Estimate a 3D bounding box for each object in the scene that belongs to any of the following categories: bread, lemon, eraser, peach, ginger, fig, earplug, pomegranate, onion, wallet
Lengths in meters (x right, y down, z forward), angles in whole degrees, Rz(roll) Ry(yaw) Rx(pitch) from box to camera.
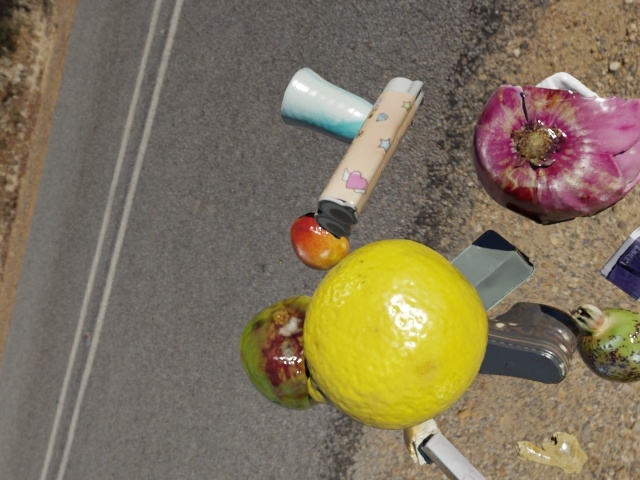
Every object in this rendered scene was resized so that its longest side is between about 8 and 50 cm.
[{"bbox_3d":[0.250,0.487,1.072,0.106,0.082,0.125,-133,29,-66],"label":"bread"},{"bbox_3d":[0.090,0.126,0.563,0.228,0.228,0.253,33,92,39],"label":"lemon"},{"bbox_3d":[0.093,-0.156,0.811,0.087,0.171,0.290,29,72,1],"label":"eraser"},{"bbox_3d":[0.000,0.000,1.876,0.281,0.280,0.238,11,46,40],"label":"peach"},{"bbox_3d":[0.588,0.527,1.078,0.166,0.067,0.096,8,92,9],"label":"ginger"},{"bbox_3d":[-0.043,0.202,0.747,0.181,0.181,0.190,9,115,40],"label":"fig"},{"bbox_3d":[0.063,-0.383,1.311,0.324,0.185,0.184,28,101,13],"label":"earplug"},{"bbox_3d":[1.027,0.344,1.526,0.341,0.285,0.285,37,110,-5],"label":"pomegranate"},{"bbox_3d":[0.310,-0.113,0.574,0.208,0.200,0.200,17,93,11],"label":"onion"},{"bbox_3d":[0.372,-0.194,0.715,0.031,0.124,0.183,-65,11,-24],"label":"wallet"}]

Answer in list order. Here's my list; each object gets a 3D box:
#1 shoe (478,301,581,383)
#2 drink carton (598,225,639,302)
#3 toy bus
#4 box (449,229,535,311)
[{"bbox_3d":[0.570,0.291,1.303,0.384,0.237,0.171,-6,114,48],"label":"shoe"},{"bbox_3d":[0.744,0.082,0.900,0.222,0.102,0.134,47,147,33],"label":"drink carton"},{"bbox_3d":[0.305,0.508,0.942,0.057,0.072,0.172,-35,59,-22],"label":"toy bus"},{"bbox_3d":[0.268,0.045,0.687,0.122,0.069,0.084,-43,37,8],"label":"box"}]
